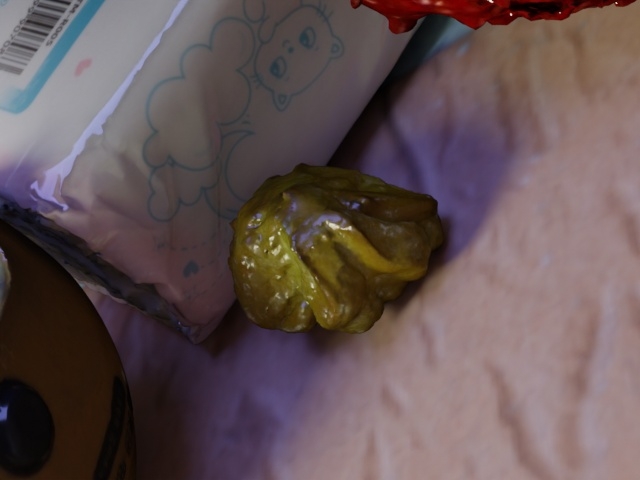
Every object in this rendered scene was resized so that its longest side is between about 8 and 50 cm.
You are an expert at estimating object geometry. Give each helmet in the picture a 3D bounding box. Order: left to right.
[{"bbox_3d":[-0.146,0.096,0.737,0.198,0.130,0.224,-31,47,35],"label":"helmet"}]

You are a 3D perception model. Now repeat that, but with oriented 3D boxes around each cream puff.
[{"bbox_3d":[0.000,0.000,0.719,0.083,0.058,0.083,-43,31,8],"label":"cream puff"}]

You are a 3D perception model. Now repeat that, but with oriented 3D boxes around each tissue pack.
[{"bbox_3d":[-0.052,-0.109,0.834,0.271,0.124,0.201,-56,32,-11],"label":"tissue pack"}]

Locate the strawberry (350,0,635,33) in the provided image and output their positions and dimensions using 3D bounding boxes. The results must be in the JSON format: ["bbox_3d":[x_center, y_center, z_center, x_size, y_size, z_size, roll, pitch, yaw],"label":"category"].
[{"bbox_3d":[0.086,-0.165,0.682,0.201,0.184,0.187,10,56,31],"label":"strawberry"}]
